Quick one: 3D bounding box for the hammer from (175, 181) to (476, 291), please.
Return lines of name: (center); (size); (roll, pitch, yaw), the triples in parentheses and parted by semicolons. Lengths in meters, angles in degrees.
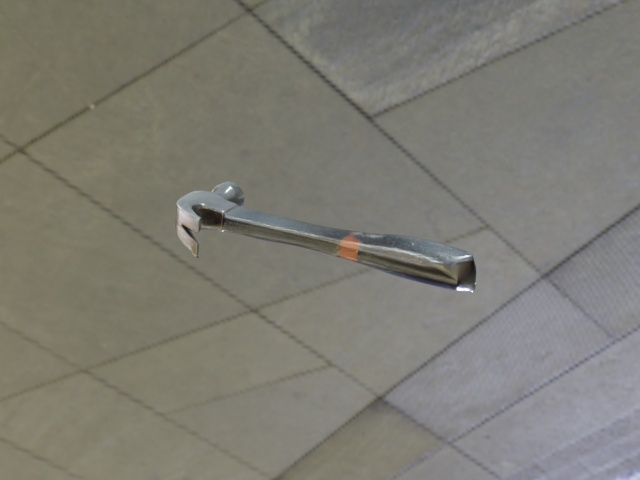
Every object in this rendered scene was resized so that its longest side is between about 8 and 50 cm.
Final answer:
hammer: (0.000, 0.000, 0.979); (0.289, 0.137, 0.037); (13, 110, 21)
